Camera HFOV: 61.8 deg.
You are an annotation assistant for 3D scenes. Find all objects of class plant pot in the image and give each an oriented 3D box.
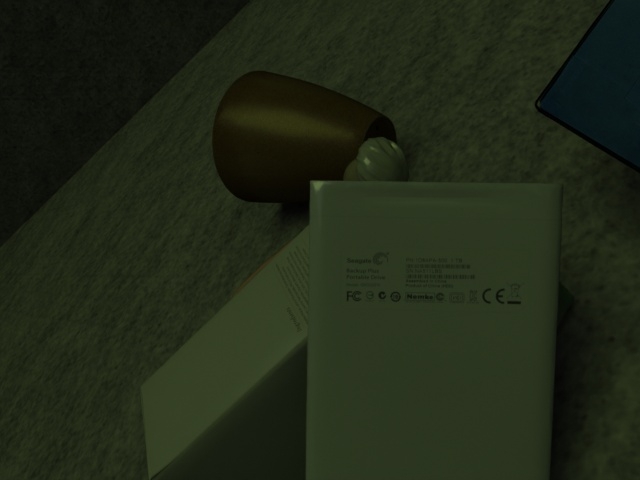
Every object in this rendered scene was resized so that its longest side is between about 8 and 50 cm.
[{"bbox_3d":[-0.009,-0.164,0.912,0.255,0.237,0.237,13,67,33],"label":"plant pot"}]

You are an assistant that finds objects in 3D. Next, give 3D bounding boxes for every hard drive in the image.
[{"bbox_3d":[0.094,0.109,0.471,0.211,0.040,0.318,1,94,4],"label":"hard drive"}]

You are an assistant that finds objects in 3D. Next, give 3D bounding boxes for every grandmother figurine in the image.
[{"bbox_3d":[0.000,0.000,0.765,0.342,0.104,0.208,-51,0,13],"label":"grandmother figurine"}]

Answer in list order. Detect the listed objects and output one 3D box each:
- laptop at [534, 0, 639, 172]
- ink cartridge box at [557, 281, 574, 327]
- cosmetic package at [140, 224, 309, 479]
[{"bbox_3d":[0.474,-0.178,0.396,0.382,0.236,0.408,-53,23,-5],"label":"laptop"},{"bbox_3d":[0.143,0.098,0.540,0.224,0.181,0.056,-57,27,-12],"label":"ink cartridge box"},{"bbox_3d":[-0.019,0.146,0.651,0.365,0.197,0.155,-42,38,7],"label":"cosmetic package"}]
